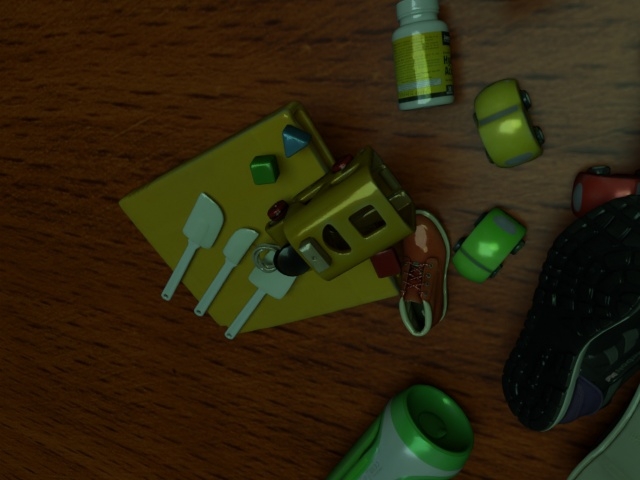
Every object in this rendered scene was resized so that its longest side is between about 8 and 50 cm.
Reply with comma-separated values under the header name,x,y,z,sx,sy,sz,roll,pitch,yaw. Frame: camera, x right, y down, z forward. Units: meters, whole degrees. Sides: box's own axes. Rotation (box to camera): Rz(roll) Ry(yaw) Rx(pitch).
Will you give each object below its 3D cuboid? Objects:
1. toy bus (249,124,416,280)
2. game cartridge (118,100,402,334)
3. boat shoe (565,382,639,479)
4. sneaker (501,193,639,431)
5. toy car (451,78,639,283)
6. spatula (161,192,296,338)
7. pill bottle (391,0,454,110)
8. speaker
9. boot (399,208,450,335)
name,x,y,z,sx,sy,sz,roll,pitch,yaw
toy bus,0.006,-0.010,0.537,0.191,0.104,0.202,9,121,4
game cartridge,-0.088,-0.003,0.681,0.324,0.052,0.285,-18,116,32
boat shoe,0.396,0.204,0.521,0.335,0.096,0.112,-62,38,24
sneaker,0.301,0.078,0.511,0.107,0.124,0.283,-117,33,-51
toy car,0.226,-0.033,0.545,0.239,0.053,0.224,40,121,16
spatula,-0.143,0.058,0.703,0.168,0.019,0.242,33,130,-5
pill bottle,0.115,-0.210,0.549,0.065,0.065,0.116,-2,104,29
speaker,0.088,0.341,0.693,0.131,0.131,0.296,38,119,14
boot,0.127,0.041,0.609,0.059,0.085,0.157,-3,102,31
